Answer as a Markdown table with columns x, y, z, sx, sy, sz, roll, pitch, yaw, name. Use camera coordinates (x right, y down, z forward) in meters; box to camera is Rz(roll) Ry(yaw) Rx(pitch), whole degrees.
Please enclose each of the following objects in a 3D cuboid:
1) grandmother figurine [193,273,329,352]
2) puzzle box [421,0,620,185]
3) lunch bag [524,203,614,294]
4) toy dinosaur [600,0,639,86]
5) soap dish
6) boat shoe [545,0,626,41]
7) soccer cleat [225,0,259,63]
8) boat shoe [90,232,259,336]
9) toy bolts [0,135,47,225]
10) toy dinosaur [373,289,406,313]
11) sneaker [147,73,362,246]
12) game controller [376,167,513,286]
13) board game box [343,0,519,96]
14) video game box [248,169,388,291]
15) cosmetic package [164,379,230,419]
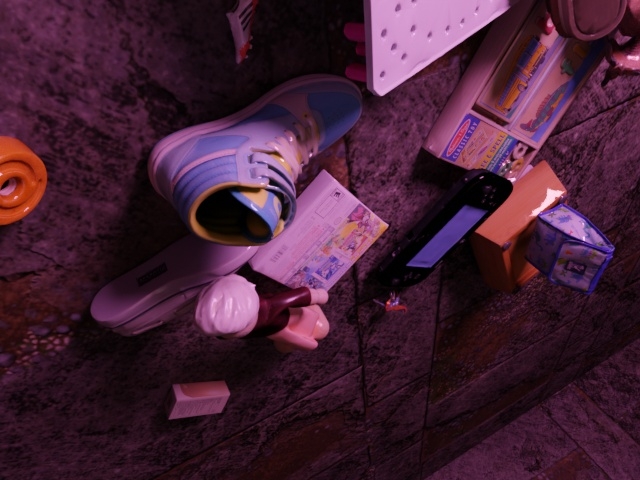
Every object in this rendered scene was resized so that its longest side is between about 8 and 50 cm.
| x | y | z | sx | sy | sz | roll | pitch | yaw | name |
| --- | --- | --- | --- | --- | --- | --- | --- | --- | --- |
| -0.085 | 0.128 | 0.721 | 0.207 | 0.104 | 0.342 | -33 | 157 | 9 | grandmother figurine |
| 0.385 | -0.306 | 0.798 | 0.272 | 0.052 | 0.409 | 9 | 119 | -38 | puzzle box |
| 0.513 | 0.022 | 0.908 | 0.096 | 0.151 | 0.129 | -23 | 135 | -17 | lunch bag |
| 0.513 | -0.373 | 0.709 | 0.295 | 0.127 | 0.200 | 20 | 119 | -36 | toy dinosaur |
| 0.476 | -0.014 | 1.050 | 0.229 | 0.118 | 0.291 | -39 | 137 | 0 | soap dish |
| 0.336 | -0.429 | 0.584 | 0.110 | 0.104 | 0.307 | -12 | 123 | 6 | boat shoe |
| -0.098 | -0.258 | 0.531 | 0.035 | 0.029 | 0.083 | 4 | 119 | -26 | soccer cleat |
| -0.207 | 0.066 | 0.676 | 0.267 | 0.096 | 0.088 | -32 | 140 | -6 | boat shoe |
| -0.436 | -0.040 | 0.443 | 0.229 | 0.158 | 0.218 | -65 | 172 | 12 | toy bolts |
| 0.169 | 0.146 | 1.011 | 0.047 | 0.090 | 0.082 | -52 | -179 | 27 | toy dinosaur |
| -0.046 | -0.097 | 0.566 | 0.319 | 0.208 | 0.127 | -29 | 134 | -11 | sneaker |
| 0.252 | -0.013 | 0.906 | 0.166 | 0.067 | 0.319 | 14 | 127 | -38 | game controller |
| 0.147 | -0.412 | 0.459 | 0.390 | 0.050 | 0.390 | -41 | 142 | -30 | board game box |
| 0.000 | 0.000 | 0.794 | 0.205 | 0.048 | 0.187 | -47 | 134 | 8 | video game box |
| -0.250 | 0.322 | 0.893 | 0.115 | 0.041 | 0.060 | 11 | 117 | -39 | cosmetic package |
